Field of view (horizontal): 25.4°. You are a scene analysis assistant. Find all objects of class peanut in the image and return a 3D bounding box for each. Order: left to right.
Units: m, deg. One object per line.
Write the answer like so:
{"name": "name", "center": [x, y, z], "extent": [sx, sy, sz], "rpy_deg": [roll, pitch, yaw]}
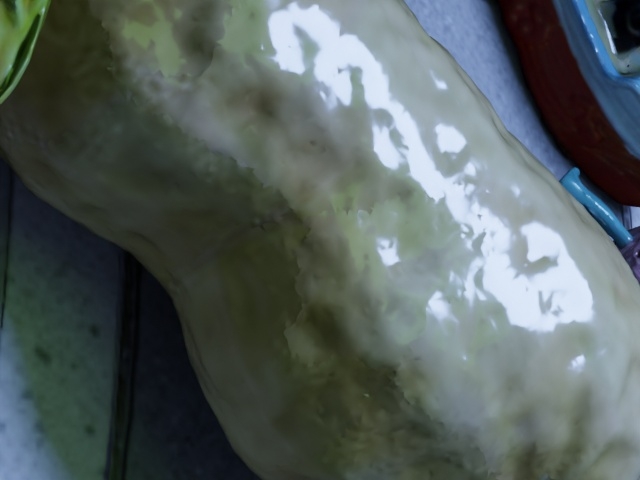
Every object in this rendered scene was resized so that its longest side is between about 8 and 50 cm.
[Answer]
{"name": "peanut", "center": [0.000, 0.000, 0.602], "extent": [0.387, 0.170, 0.192], "rpy_deg": [46, 52, -19]}

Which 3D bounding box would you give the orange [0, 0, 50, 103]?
{"name": "orange", "center": [-0.218, -0.156, 0.397], "extent": [0.263, 0.196, 0.334], "rpy_deg": [-30, 122, -36]}

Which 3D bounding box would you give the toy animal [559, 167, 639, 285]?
{"name": "toy animal", "center": [0.196, 0.049, 0.850], "extent": [0.208, 0.100, 0.103], "rpy_deg": [45, 9, -21]}

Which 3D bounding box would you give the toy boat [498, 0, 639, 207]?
{"name": "toy boat", "center": [0.195, -0.174, 0.885], "extent": [0.145, 0.133, 0.331], "rpy_deg": [-18, 89, -48]}
